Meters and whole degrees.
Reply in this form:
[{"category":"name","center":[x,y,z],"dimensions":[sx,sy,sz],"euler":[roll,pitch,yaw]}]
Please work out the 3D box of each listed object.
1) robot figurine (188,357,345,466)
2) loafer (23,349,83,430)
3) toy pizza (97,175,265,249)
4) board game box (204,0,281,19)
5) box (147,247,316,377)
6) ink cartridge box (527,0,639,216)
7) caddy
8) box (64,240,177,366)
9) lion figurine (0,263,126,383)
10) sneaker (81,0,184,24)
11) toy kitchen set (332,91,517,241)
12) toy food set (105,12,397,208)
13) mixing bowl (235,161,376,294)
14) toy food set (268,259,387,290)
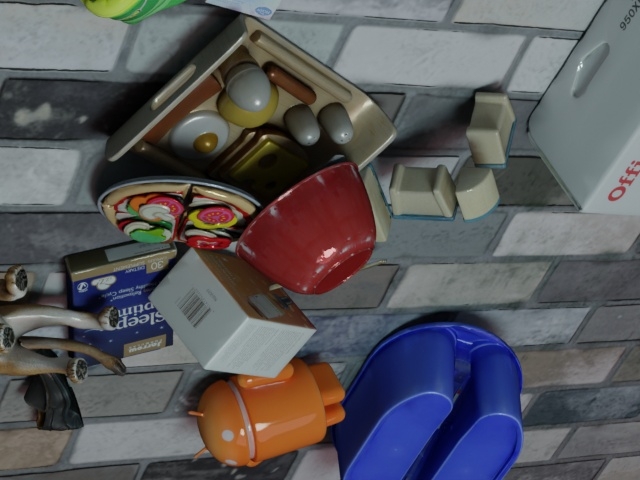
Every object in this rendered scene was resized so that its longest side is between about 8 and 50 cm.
[{"category":"robot figurine","center":[-0.076,0.241,2.365],"dimensions":[0.219,0.128,0.158],"euler":[-15,172,-16]},{"category":"loafer","center":[-0.353,0.199,2.203],"dimensions":[0.061,0.062,0.170],"euler":[-17,140,-6]},{"category":"toy pizza","center":[-0.163,-0.026,2.003],"dimensions":[0.201,0.032,0.201],"euler":[3,160,1]},{"category":"board game box","center":[-0.071,-0.288,1.848],"dimensions":[0.090,0.020,0.090],"euler":[10,127,-39]},{"category":"box","center":[-0.109,0.092,2.139],"dimensions":[0.091,0.130,0.170],"euler":[-49,153,15]},{"category":"ink cartridge box","center":[0.512,-0.177,2.216],"dimensions":[0.395,0.166,0.285],"euler":[3,133,-33]},{"category":"caddy","center":[0.157,0.268,2.508],"dimensions":[0.241,0.179,0.341],"euler":[19,126,-15]},{"category":"box","center":[-0.253,0.091,2.161],"dimensions":[0.136,0.036,0.225],"euler":[-14,141,-18]},{"category":"lion figurine","center":[-0.411,0.102,1.984],"dimensions":[0.240,0.142,0.392],"euler":[-4,156,22]},{"category":"sneaker","center":[-0.118,-0.326,1.730],"dimensions":[0.295,0.109,0.123],"euler":[-34,165,4]},{"category":"toy kitchen set","center":[0.136,-0.095,2.168],"dimensions":[0.207,0.166,0.122],"euler":[3,147,20]},{"category":"toy food set","center":[-0.075,-0.117,1.983],"dimensions":[0.220,0.092,0.306],"euler":[-42,140,17]},{"category":"mixing bowl","center":[0.000,0.000,2.032],"dimensions":[0.181,0.098,0.181],"euler":[-35,165,-11]},{"category":"toy food set","center":[0.007,0.028,2.195],"dimensions":[0.132,0.038,0.192],"euler":[-17,176,14]}]
